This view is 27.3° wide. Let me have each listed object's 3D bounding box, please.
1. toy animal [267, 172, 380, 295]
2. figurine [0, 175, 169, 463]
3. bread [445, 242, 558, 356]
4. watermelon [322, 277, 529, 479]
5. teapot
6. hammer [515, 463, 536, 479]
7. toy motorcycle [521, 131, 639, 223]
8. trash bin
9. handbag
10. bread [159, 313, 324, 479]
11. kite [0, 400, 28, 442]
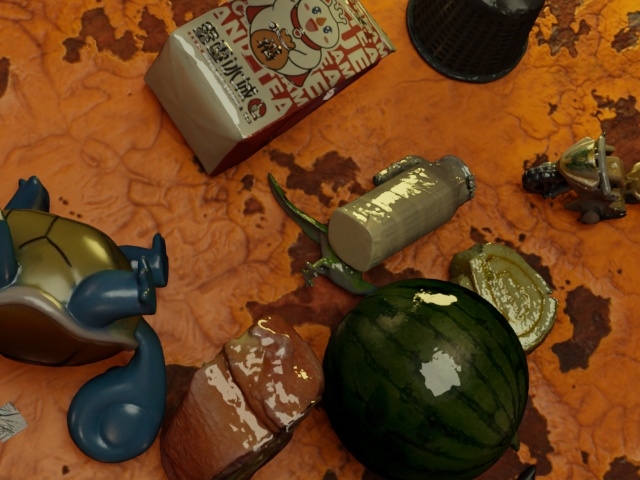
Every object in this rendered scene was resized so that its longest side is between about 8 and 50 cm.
[{"bbox_3d":[-0.009,0.010,1.623,0.217,0.041,0.075,44,53,4],"label":"toy animal"},{"bbox_3d":[-0.298,0.045,1.460,0.416,0.298,0.243,43,104,-10],"label":"figurine"},{"bbox_3d":[0.223,0.075,1.653,0.117,0.064,0.156,-35,84,-25],"label":"bread"},{"bbox_3d":[0.121,0.162,1.509,0.242,0.242,0.242,4,73,-13],"label":"watermelon"},{"bbox_3d":[0.094,-0.046,1.639,0.200,0.077,0.107,-29,50,-35],"label":"teapot"},{"bbox_3d":[0.210,0.342,1.595,0.065,0.021,0.178,45,66,2],"label":"hammer"},{"bbox_3d":[0.382,-0.080,1.704,0.229,0.130,0.094,3,70,-14],"label":"toy motorcycle"},{"bbox_3d":[0.215,-0.315,1.718,0.175,0.161,0.175,4,72,-11],"label":"trash bin"},{"bbox_3d":[-0.051,-0.226,1.638,0.298,0.151,0.171,-33,88,-28],"label":"handbag"},{"bbox_3d":[-0.080,0.181,1.456,0.190,0.244,0.123,-36,81,-36],"label":"bread"},{"bbox_3d":[-0.371,0.198,1.497,0.078,0.002,0.044,34,69,-3],"label":"kite"}]
